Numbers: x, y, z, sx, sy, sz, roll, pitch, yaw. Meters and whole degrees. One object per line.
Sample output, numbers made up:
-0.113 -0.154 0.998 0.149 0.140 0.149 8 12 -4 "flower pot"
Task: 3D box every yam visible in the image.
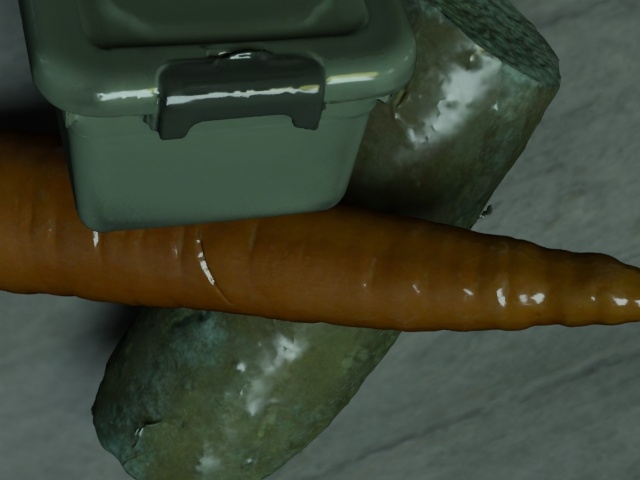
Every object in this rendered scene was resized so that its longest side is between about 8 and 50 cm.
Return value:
0.000 0.000 0.593 0.106 0.106 0.259 21 115 -29 "yam"

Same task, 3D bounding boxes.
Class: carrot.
-0.032 0.000 0.527 0.336 0.069 0.069 8 128 17 "carrot"

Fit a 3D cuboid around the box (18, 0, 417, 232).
-0.047 -0.081 0.488 0.124 0.172 0.093 -5 140 -13 "box"
